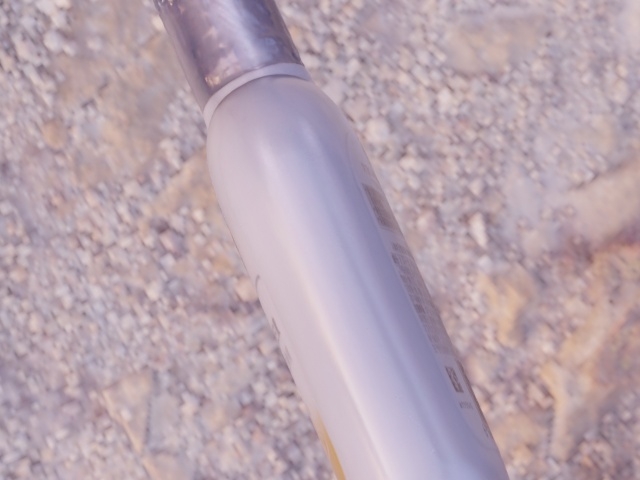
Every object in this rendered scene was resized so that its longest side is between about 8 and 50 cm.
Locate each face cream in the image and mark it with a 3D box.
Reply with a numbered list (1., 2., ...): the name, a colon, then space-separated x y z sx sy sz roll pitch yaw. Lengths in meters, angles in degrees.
1. face cream: 0.000 0.000 0.735 0.071 0.291 0.144 -24 166 3
